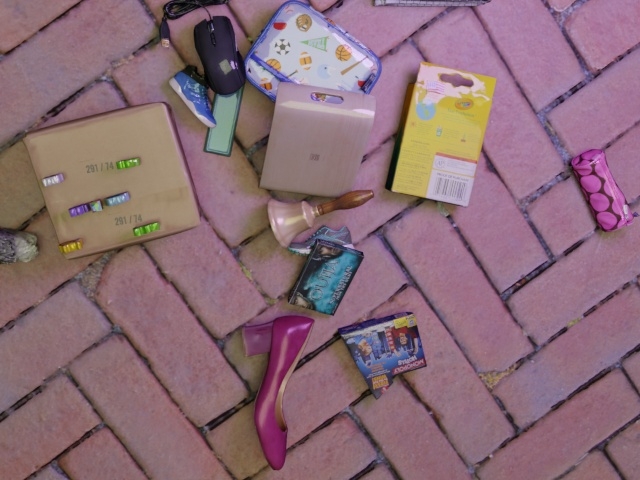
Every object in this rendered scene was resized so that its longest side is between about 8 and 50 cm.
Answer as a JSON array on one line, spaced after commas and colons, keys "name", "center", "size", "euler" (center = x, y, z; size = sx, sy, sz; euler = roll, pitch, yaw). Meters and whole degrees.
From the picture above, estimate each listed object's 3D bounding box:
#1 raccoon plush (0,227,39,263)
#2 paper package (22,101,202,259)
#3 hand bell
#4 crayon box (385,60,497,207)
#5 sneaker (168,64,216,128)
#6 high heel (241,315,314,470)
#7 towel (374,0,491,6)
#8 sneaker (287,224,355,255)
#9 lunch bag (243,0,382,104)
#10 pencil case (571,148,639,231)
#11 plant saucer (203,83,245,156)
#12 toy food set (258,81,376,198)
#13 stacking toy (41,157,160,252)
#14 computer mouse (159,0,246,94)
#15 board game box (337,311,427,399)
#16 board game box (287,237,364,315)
[{"name": "raccoon plush", "center": [-0.888, 0.117, 1.800], "size": [0.446, 0.216, 0.299], "euler": [9, 106, -9]}, {"name": "paper package", "center": [-0.463, -0.139, 1.821], "size": [0.325, 0.168, 0.309], "euler": [-16, 102, -5]}, {"name": "hand bell", "center": [0.010, -0.073, 1.877], "size": [0.242, 0.126, 0.126], "euler": [-17, 101, 13]}, {"name": "crayon box", "center": [0.293, -0.257, 1.940], "size": [0.202, 0.081, 0.318], "euler": [12, 98, -9]}, {"name": "sneaker", "center": [-0.276, -0.341, 1.862], "size": [0.084, 0.058, 0.152], "euler": [-40, 89, 7]}, {"name": "high heel", "center": [-0.078, 0.376, 1.964], "size": [0.181, 0.127, 0.377], "euler": [-9, 97, 5]}, {"name": "towel", "center": [0.263, -0.670, 1.851], "size": [0.284, 0.121, 0.235], "euler": [-1, 98, -7]}, {"name": "sneaker", "center": [0.000, 0.000, 1.963], "size": [0.166, 0.065, 0.076], "euler": [-3, 83, -10]}, {"name": "lunch bag", "center": [-0.018, -0.392, 1.866], "size": [0.303, 0.115, 0.243], "euler": [35, 95, -10]}, {"name": "pencil case", "center": [0.713, -0.127, 2.004], "size": [0.095, 0.098, 0.209], "euler": [-31, 101, -1]}, {"name": "plant saucer", "center": [-0.229, -0.299, 1.901], "size": [0.067, 0.018, 0.192], "euler": [11, 96, -9]}, {"name": "toy food set", "center": [-0.015, -0.222, 1.836], "size": [0.220, 0.092, 0.306], "euler": [8, 136, -8]}, {"name": "stacking toy", "center": [-0.476, -0.078, 1.723], "size": [0.221, 0.052, 0.167], "euler": [-14, 103, -6]}, {"name": "computer mouse", "center": [-0.275, -0.449, 1.802], "size": [0.184, 0.060, 0.262], "euler": [-11, 79, 5]}, {"name": "board game box", "center": [0.162, 0.294, 2.021], "size": [0.194, 0.060, 0.194], "euler": [-15, 102, -5]}, {"name": "board game box", "center": [0.012, 0.092, 1.949], "size": [0.126, 0.026, 0.186], "euler": [17, 116, -18]}]
